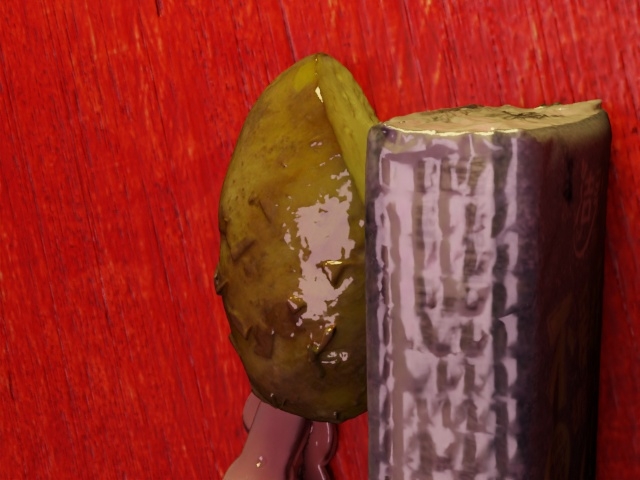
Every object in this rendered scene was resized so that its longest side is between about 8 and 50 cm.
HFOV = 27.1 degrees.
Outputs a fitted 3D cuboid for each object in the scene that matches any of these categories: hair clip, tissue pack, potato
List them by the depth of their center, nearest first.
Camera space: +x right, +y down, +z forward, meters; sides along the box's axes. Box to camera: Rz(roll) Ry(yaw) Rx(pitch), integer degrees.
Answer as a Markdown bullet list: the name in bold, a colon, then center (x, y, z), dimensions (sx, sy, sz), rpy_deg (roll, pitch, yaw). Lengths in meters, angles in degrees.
- **tissue pack**: center (0.125, 0.105, 0.920), dimensions (0.124, 0.288, 0.394), rpy_deg (3, 100, 19)
- **potato**: center (0.000, 0.000, 1.059), dimensions (0.176, 0.141, 0.298), rpy_deg (-2, 97, 19)
- **hair clip**: center (-0.028, 0.199, 1.169), dimensions (0.123, 0.102, 0.138), rpy_deg (7, 68, 27)
